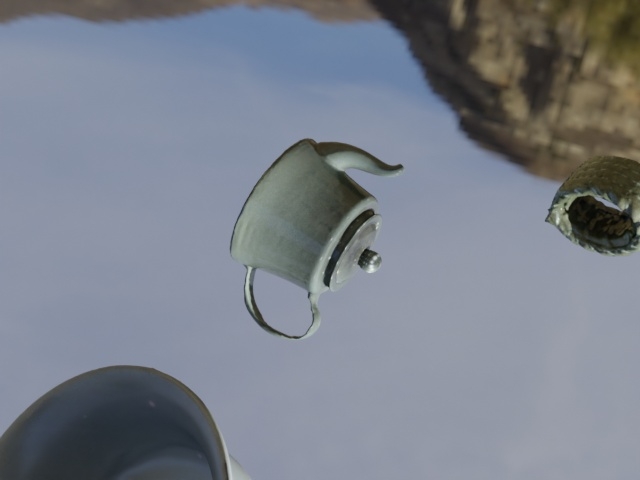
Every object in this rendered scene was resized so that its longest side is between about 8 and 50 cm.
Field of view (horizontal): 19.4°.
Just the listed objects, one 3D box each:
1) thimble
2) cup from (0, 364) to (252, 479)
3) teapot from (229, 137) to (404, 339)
[{"bbox_3d":[0.269,-0.032,1.764,0.110,0.084,0.062,5,-142,39],"label":"thimble"},{"bbox_3d":[-0.189,0.313,1.875,0.347,0.347,0.163,24,172,40],"label":"cup"},{"bbox_3d":[0.000,0.000,2.087,0.149,0.239,0.162,32,-174,14],"label":"teapot"}]
